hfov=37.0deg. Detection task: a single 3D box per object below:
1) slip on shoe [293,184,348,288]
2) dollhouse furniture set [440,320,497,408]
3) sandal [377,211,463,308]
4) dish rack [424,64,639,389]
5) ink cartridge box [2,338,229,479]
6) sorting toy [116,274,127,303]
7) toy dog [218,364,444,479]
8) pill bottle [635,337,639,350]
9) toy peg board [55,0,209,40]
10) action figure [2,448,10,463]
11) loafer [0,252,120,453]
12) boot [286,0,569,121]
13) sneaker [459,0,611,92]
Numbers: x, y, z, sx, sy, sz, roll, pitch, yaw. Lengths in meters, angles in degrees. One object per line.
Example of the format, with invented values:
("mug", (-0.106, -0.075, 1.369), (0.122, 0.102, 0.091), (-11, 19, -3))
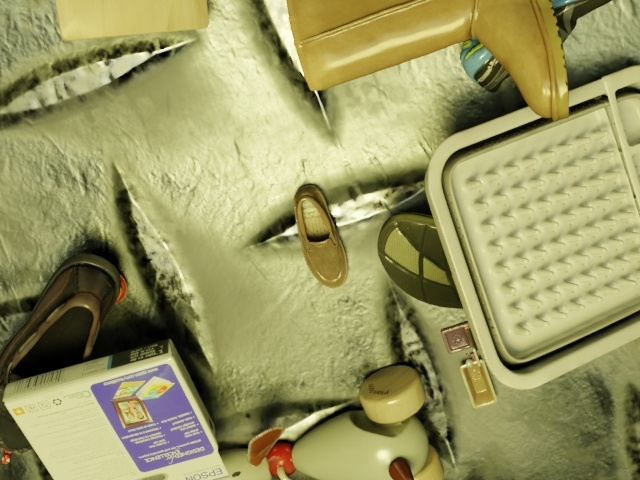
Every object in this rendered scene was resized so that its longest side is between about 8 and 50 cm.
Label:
("slip on shoe", (0.000, 0.000, 1.160), (0.051, 0.041, 0.135), (-11, 108, 6))
("dollhouse furniture set", (0.212, 0.162, 1.189), (0.091, 0.081, 0.114), (-18, 108, 8))
("sandal", (0.205, 0.019, 1.143), (0.303, 0.086, 0.120), (9, 133, -19))
("dish rack", (0.276, -0.018, 1.059), (0.333, 0.072, 0.285), (-22, 98, -19))
("ink cartridge box", (-0.238, 0.228, 1.144), (0.206, 0.045, 0.208), (-16, 123, 4))
("sorting toy", (-0.290, 0.076, 1.196), (0.061, 0.042, 0.102), (41, 106, -11))
("toy dog", (0.007, 0.295, 1.200), (0.333, 0.161, 0.220), (-37, 104, 13))
("pill bottle", (0.505, 0.168, 1.153), (0.245, 0.136, 0.136), (38, 106, -11))
("toy peg board", (-0.215, -0.312, 1.052), (0.160, 0.079, 0.161), (-8, 110, -12))
("action figure", (-0.409, 0.247, 1.268), (0.038, 0.030, 0.115), (13, 111, -8))
("loafer", (-0.335, 0.154, 1.159), (0.109, 0.095, 0.302), (24, 114, -17))
("boot", (0.112, -0.206, 1.016), (0.269, 0.089, 0.236), (-14, 72, 13))
("sneaker", (0.246, -0.235, 1.068), (0.188, 0.067, 0.078), (-34, 126, 11))
